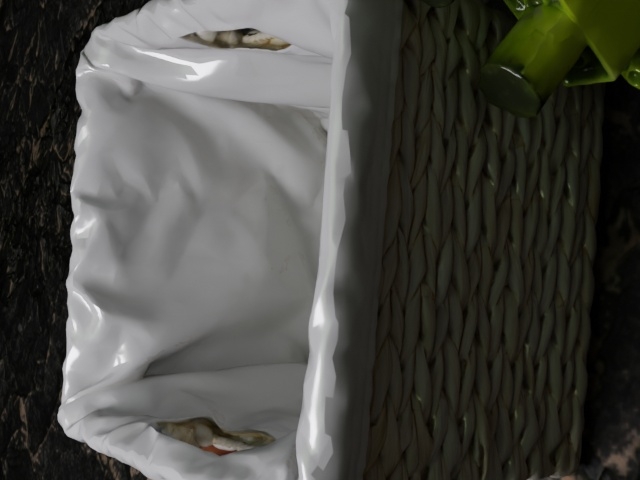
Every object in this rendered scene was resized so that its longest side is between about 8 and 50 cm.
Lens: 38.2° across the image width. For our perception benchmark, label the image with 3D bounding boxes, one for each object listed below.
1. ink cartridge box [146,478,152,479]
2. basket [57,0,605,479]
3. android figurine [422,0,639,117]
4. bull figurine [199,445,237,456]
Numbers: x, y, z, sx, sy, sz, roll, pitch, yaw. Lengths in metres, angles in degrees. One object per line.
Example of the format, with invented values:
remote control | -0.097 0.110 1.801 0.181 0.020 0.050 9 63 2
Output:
ink cartridge box | -0.090 0.336 0.891 0.234 0.088 0.193 19 99 49
basket | 0.000 0.000 0.679 0.328 0.266 0.331 1 88 50
android figurine | 0.161 -0.209 0.538 0.273 0.248 0.056 -49 24 -17
bull figurine | -0.047 0.315 0.714 0.310 0.188 0.101 56 173 10
